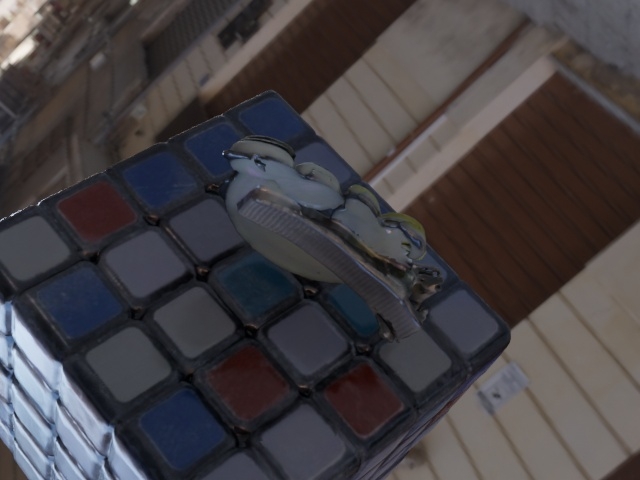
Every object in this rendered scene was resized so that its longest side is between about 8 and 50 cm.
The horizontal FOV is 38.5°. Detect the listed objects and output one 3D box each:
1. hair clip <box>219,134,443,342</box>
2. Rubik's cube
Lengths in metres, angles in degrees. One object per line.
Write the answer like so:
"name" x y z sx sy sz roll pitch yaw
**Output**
"hair clip" 0.000 0.000 0.585 0.172 0.116 0.049 34 -126 -14
"Rubik's cube" -0.080 0.107 0.739 0.293 0.292 0.287 -31 -110 -35
